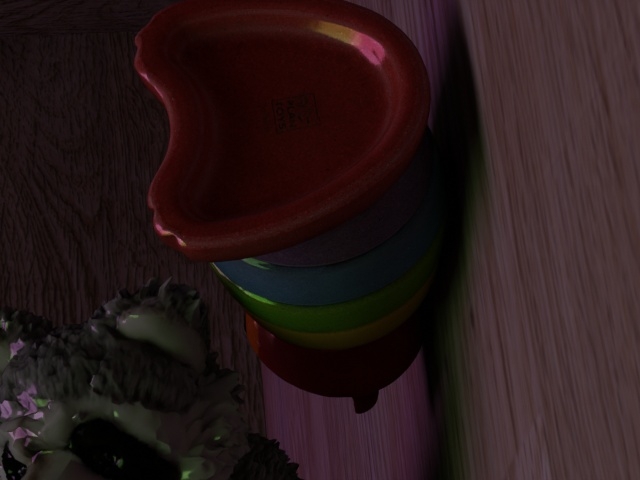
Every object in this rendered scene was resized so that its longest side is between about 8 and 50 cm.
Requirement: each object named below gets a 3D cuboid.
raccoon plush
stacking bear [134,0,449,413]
[{"bbox_3d":[-0.091,0.158,1.118,0.446,0.216,0.299,-41,-64,-83],"label":"raccoon plush"},{"bbox_3d":[0.000,0.000,1.010,0.289,0.164,0.175,76,-177,-56],"label":"stacking bear"}]
